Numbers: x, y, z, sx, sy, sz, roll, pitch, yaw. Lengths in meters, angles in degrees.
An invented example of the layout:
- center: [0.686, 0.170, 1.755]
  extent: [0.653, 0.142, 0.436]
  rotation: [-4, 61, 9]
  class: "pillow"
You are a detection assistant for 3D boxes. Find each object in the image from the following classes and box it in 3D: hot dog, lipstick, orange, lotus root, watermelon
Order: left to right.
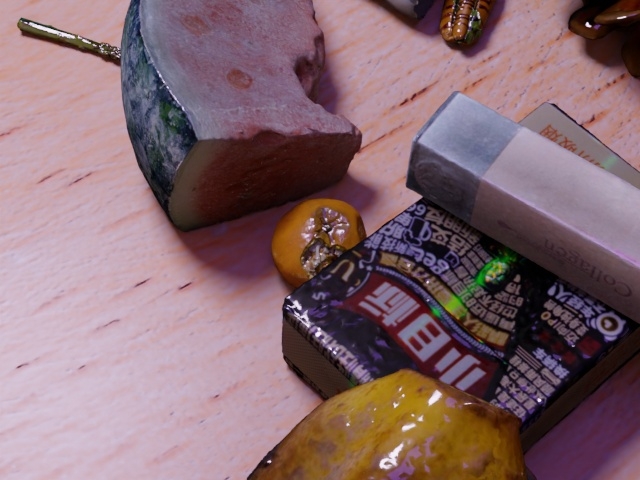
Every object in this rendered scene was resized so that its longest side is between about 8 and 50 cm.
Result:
- center: [-0.070, -0.133, 1.217]
  extent: [0.226, 0.148, 0.318]
  rotation: [24, 43, -7]
  class: "watermelon"
- center: [0.000, 0.000, 1.146]
  extent: [0.086, 0.062, 0.086]
  rotation: [0, 53, -1]
  class: "orange"
- center: [0.025, 0.211, 0.895]
  extent: [0.193, 0.291, 0.193]
  rotation: [23, 16, -7]
  class: "lotus root"
- center: [0.143, -0.231, 1.322]
  extent: [0.049, 0.037, 0.122]
  rotation: [11, 54, 9]
  class: "hot dog"
- center: [0.215, -0.002, 1.050]
  extent: [0.317, 0.066, 0.068]
  rotation: [31, 59, 17]
  class: "lipstick"

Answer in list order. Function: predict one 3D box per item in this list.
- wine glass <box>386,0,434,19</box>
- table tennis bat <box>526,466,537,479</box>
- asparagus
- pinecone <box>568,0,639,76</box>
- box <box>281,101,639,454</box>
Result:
- center: [0.041, -0.272, 1.325]
  extent: [0.155, 0.072, 0.072]
  rotation: [29, 60, 16]
  class: "wine glass"
- center: [0.109, 0.218, 0.967]
  extent: [0.301, 0.022, 0.173]
  rotation: [20, 97, 7]
  class: "table tennis bat"
- center: [-0.228, -0.185, 1.291]
  extent: [0.114, 0.014, 0.015]
  rotation: [17, 36, 10]
  class: "asparagus"
- center: [0.300, -0.270, 1.253]
  extent: [0.229, 0.201, 0.202]
  rotation: [29, 67, 39]
  class: "pinecone"
- center: [0.145, 0.045, 1.106]
  extent: [0.310, 0.084, 0.198]
  rotation: [-37, 65, -24]
  class: "box"
